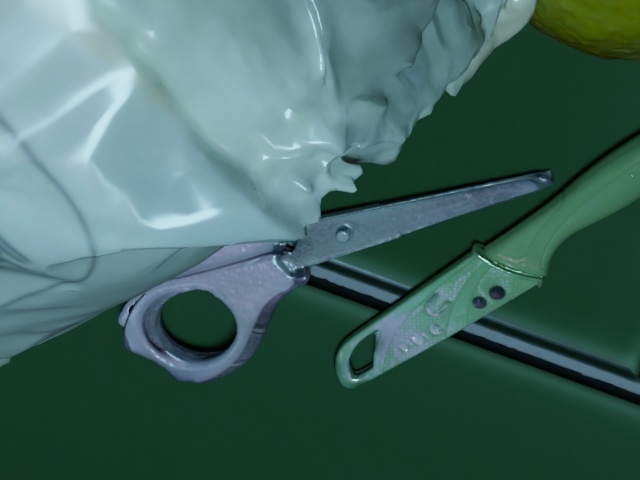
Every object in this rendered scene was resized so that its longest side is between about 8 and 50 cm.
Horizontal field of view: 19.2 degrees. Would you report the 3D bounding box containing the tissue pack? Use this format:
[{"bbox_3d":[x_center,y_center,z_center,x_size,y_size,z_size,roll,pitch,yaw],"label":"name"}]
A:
[{"bbox_3d":[-0.174,-0.104,0.514,0.376,0.195,0.390,-17,122,44],"label":"tissue pack"}]

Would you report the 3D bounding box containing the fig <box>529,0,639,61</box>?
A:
[{"bbox_3d":[0.103,-0.114,0.512,0.159,0.257,0.159,-1,111,-2],"label":"fig"}]

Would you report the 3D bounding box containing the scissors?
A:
[{"bbox_3d":[0.000,0.000,0.742,0.189,0.015,0.100,-14,119,15],"label":"scissors"}]

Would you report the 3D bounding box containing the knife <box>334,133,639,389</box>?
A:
[{"bbox_3d":[0.081,0.004,0.735,0.207,0.014,0.030,-35,113,28],"label":"knife"}]
